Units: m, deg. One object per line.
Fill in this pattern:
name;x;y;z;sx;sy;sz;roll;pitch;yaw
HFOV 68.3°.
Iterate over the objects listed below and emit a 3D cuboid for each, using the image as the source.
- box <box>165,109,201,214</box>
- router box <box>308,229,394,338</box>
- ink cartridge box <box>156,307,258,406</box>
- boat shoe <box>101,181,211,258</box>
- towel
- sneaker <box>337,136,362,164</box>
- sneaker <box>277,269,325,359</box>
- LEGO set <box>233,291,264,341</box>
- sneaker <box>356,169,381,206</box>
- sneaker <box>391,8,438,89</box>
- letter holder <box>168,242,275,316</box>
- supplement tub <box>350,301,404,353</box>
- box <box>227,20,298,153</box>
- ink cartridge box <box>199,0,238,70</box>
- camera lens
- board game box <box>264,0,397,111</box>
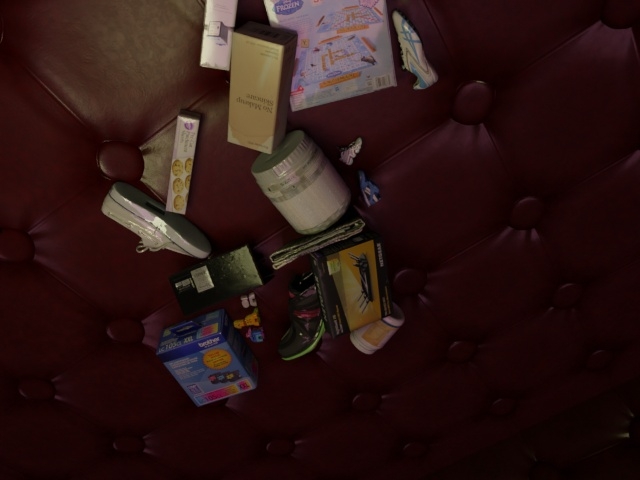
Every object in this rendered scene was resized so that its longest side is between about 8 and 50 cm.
box;-0.426;-0.236;1.459;0.067;0.063;0.324;10;120;-15
router box;0.109;0.148;1.596;0.243;0.081;0.309;-20;114;-16
ink cartridge box;-0.444;0.439;1.837;0.270;0.151;0.395;-20;121;5
boat shoe;-0.543;-0.024;1.537;0.367;0.136;0.156;34;112;-22
towel;0.000;0.000;1.525;0.312;0.324;0.056;-21;93;6
sneaker;0.086;-0.292;1.504;0.069;0.038;0.098;18;118;-18
sneaker;-0.048;0.227;1.749;0.202;0.185;0.483;24;106;-15
LEGO set;-0.280;0.317;1.814;0.093;0.087;0.227;-9;122;-2
sneaker;0.161;-0.181;1.578;0.059;0.053;0.144;-21;131;7
sneaker;0.256;-0.539;1.346;0.086;0.085;0.237;-26;119;18
letter holder;-0.337;0.128;1.668;0.302;0.214;0.152;-22;90;8
supplement tub;0.220;0.335;1.855;0.144;0.144;0.200;25;116;-21
box;-0.163;-0.414;1.300;0.148;0.121;0.311;16;130;7
ink cartridge box;-0.264;-0.560;1.230;0.082;0.140;0.191;5;122;-13
camera lens;-0.053;-0.171;1.456;0.219;0.219;0.274;-32;120;13
board game box;0.034;-0.555;1.315;0.318;0.066;0.318;-13;123;1
